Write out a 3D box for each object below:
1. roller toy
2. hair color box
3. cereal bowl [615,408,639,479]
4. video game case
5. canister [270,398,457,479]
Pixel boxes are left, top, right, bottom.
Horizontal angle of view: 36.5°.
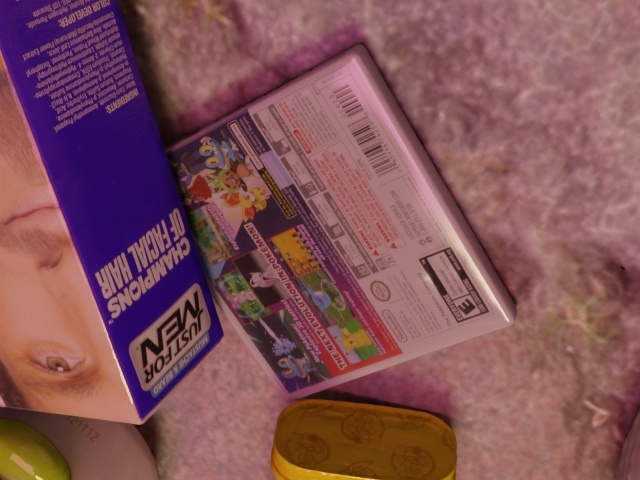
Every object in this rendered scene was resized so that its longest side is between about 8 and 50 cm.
[{"bbox_3d":[-0.229,0.190,0.737,0.209,0.146,0.191,-7,121,32],"label":"roller toy"},{"bbox_3d":[-0.202,-0.058,0.599,0.185,0.110,0.339,0,120,30],"label":"hair color box"},{"bbox_3d":[0.340,0.193,0.540,0.339,0.141,0.339,6,114,13],"label":"cereal bowl"},{"bbox_3d":[0.000,0.000,0.629,0.183,0.023,0.201,-23,110,28],"label":"video game case"},{"bbox_3d":[0.026,0.205,0.700,0.126,0.073,0.170,6,122,3],"label":"canister"}]
